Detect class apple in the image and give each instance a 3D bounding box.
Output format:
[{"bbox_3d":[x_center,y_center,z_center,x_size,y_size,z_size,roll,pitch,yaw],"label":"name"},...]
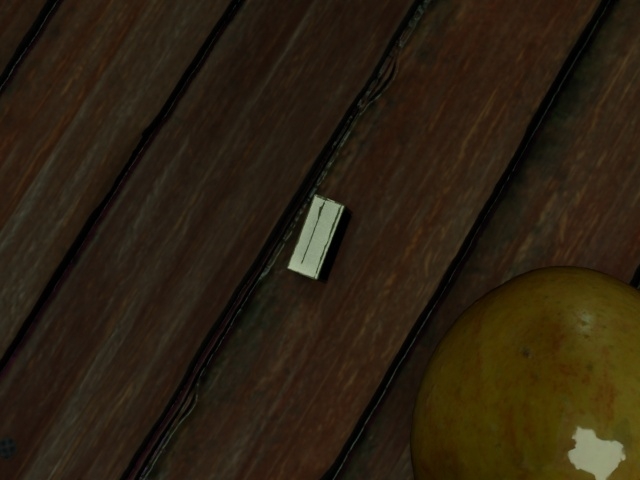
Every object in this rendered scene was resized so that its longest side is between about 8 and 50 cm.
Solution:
[{"bbox_3d":[0.225,0.176,1.177,0.299,0.299,0.275,2,48,4],"label":"apple"}]

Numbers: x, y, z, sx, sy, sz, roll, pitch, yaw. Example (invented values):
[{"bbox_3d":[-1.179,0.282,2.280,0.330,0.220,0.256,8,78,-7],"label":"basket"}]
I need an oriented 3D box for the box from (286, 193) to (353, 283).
[{"bbox_3d":[0.000,0.000,1.316,0.035,0.083,0.079,20,89,8],"label":"box"}]
